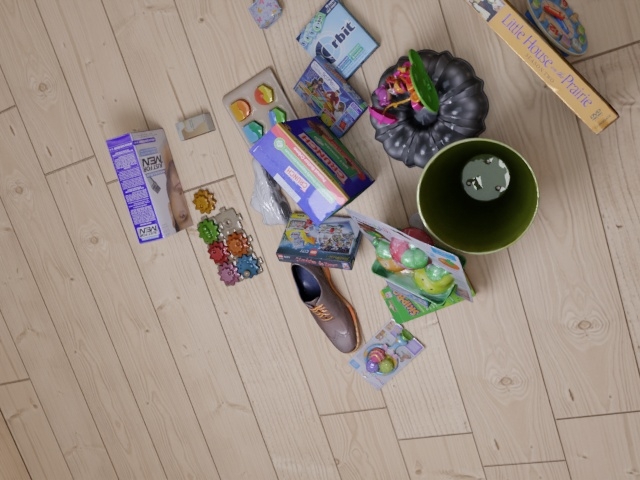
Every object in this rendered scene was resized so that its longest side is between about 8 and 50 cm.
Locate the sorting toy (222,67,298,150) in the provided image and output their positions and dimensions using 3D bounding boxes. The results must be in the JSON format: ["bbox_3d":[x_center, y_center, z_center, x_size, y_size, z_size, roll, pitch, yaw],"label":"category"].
[{"bbox_3d":[-0.183,-0.385,1.732,0.193,0.038,0.208,-25,95,24],"label":"sorting toy"}]

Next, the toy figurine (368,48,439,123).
[{"bbox_3d":[0.190,-0.366,1.440,0.159,0.130,0.173,-23,75,33],"label":"toy figurine"}]

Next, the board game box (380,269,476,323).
[{"bbox_3d":[0.317,0.153,1.710,0.259,0.039,0.124,-25,95,22],"label":"board game box"}]

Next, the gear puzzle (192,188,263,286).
[{"bbox_3d":[-0.323,-0.015,1.887,0.175,0.044,0.339,-22,97,24],"label":"gear puzzle"}]

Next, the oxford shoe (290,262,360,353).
[{"bbox_3d":[0.003,0.208,1.784,0.130,0.133,0.363,-28,95,24],"label":"oxford shoe"}]

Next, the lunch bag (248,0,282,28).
[{"bbox_3d":[-0.152,-0.656,1.636,0.083,0.053,0.071,-32,91,34],"label":"lunch bag"}]

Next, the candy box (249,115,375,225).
[{"bbox_3d":[-0.010,-0.202,1.569,0.122,0.317,0.268,-42,89,25],"label":"candy box"}]

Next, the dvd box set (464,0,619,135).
[{"bbox_3d":[0.508,-0.431,1.322,0.420,0.307,0.062,47,118,3],"label":"dvd box set"}]

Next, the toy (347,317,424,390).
[{"bbox_3d":[0.197,0.370,1.804,0.137,0.056,0.237,42,115,6],"label":"toy"}]

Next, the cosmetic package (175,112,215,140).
[{"bbox_3d":[-0.397,-0.359,1.815,0.115,0.041,0.060,-15,99,23],"label":"cosmetic package"}]

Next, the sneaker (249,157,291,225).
[{"bbox_3d":[-0.180,-0.147,1.776,0.115,0.090,0.232,-14,99,26],"label":"sneaker"}]

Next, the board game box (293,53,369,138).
[{"bbox_3d":[0.028,-0.406,1.625,0.201,0.035,0.136,48,138,1],"label":"board game box"}]

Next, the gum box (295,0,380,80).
[{"bbox_3d":[0.047,-0.553,1.599,0.157,0.041,0.184,-42,88,25],"label":"gum box"}]

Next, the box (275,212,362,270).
[{"bbox_3d":[0.000,0.000,1.717,0.233,0.159,0.044,7,146,19],"label":"box"}]

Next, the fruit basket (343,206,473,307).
[{"bbox_3d":[0.236,0.051,1.518,0.327,0.353,0.165,26,84,28],"label":"fruit basket"}]

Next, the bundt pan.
[{"bbox_3d":[0.277,-0.341,1.533,0.331,0.124,0.331,6,108,18],"label":"bundt pan"}]

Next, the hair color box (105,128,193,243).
[{"bbox_3d":[-0.542,-0.178,1.842,0.110,0.185,0.339,-10,102,21],"label":"hair color box"}]

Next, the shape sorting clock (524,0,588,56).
[{"bbox_3d":[0.555,-0.519,1.341,0.206,0.206,0.040,53,143,-1],"label":"shape sorting clock"}]

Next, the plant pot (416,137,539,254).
[{"bbox_3d":[0.404,-0.137,1.451,0.275,0.293,0.274,5,107,18],"label":"plant pot"}]

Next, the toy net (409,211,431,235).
[{"bbox_3d":[0.370,-0.035,1.633,0.232,0.045,0.122,6,109,20],"label":"toy net"}]
